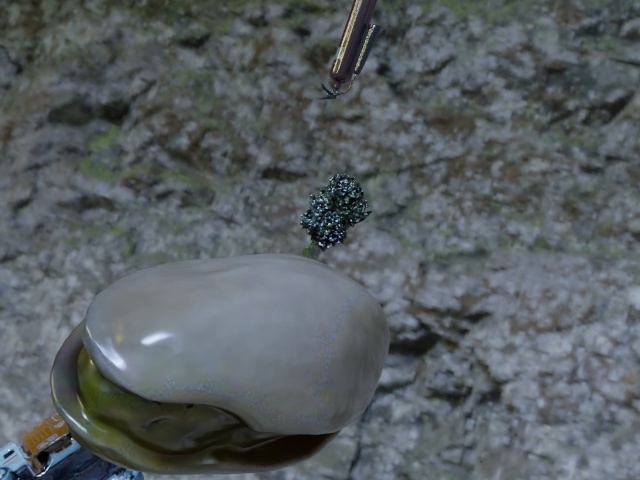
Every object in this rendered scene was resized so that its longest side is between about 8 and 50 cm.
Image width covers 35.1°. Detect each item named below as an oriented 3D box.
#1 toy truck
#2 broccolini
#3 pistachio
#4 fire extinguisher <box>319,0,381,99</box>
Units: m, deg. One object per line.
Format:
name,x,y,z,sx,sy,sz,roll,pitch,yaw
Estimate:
toy truck,-0.358,0.309,1.451,0.162,0.305,0.136,15,-46,61
broccolini,-0.008,-0.011,1.069,0.058,0.074,0.201,49,-22,-1
pistachio,-0.066,0.082,0.786,0.288,0.166,0.197,5,41,-46
fire extinguisher,0.047,-0.248,1.266,0.049,0.173,0.035,18,-4,9
